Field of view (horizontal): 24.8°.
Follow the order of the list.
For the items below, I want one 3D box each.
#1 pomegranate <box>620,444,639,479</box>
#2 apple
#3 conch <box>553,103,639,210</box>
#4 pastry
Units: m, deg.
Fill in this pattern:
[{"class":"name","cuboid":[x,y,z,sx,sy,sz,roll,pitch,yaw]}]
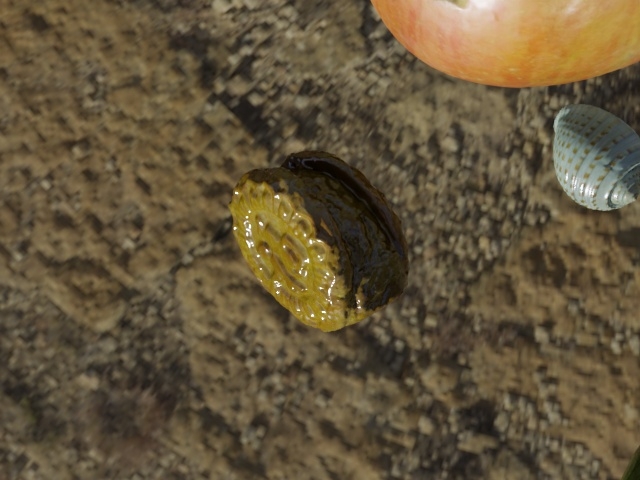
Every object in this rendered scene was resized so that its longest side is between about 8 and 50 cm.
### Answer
[{"class":"pomegranate","cuboid":[0.404,0.276,1.378,0.254,0.270,0.254,-4,80,22]},{"class":"apple","cuboid":[0.135,-0.220,0.886,0.242,0.242,0.241,12,155,9]},{"class":"conch","cuboid":[0.204,-0.060,1.093,0.085,0.056,0.076,28,146,18]},{"class":"pastry","cuboid":[0.000,0.000,0.769,0.097,0.057,0.109,35,146,35]}]
